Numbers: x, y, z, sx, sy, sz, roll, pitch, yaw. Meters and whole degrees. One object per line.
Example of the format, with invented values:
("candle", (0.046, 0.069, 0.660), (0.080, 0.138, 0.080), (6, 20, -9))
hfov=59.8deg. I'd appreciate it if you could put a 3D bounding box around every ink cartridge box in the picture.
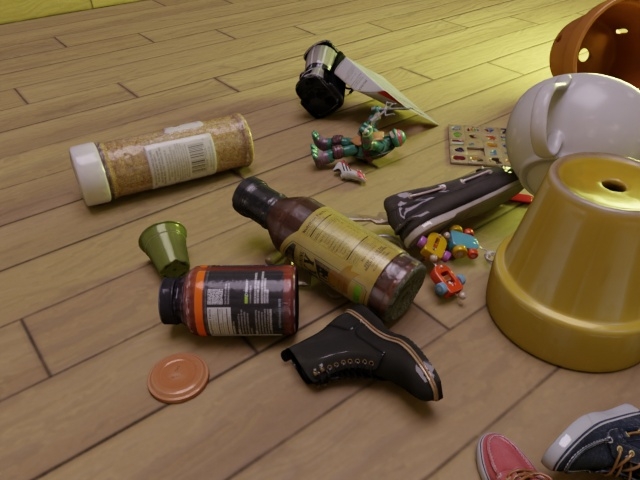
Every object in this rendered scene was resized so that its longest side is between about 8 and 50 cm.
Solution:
("ink cartridge box", (0.167, -0.357, 1.399), (0.189, 0.066, 0.232), (4, 43, -54))

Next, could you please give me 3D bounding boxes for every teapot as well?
("teapot", (0.418, -0.140, 0.924), (0.256, 0.252, 0.187), (24, 70, -2))

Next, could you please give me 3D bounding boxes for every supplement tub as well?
("supplement tub", (-0.131, 0.087, 0.816), (0.197, 0.106, 0.106), (0, 37, 0))

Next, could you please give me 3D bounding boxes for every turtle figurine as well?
("turtle figurine", (0.098, -0.227, 1.228), (0.234, 0.118, 0.175), (-13, 16, 10))

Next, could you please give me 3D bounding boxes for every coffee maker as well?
("coffee maker", (0.025, -0.410, 1.454), (0.171, 0.120, 0.178), (24, 48, -15))

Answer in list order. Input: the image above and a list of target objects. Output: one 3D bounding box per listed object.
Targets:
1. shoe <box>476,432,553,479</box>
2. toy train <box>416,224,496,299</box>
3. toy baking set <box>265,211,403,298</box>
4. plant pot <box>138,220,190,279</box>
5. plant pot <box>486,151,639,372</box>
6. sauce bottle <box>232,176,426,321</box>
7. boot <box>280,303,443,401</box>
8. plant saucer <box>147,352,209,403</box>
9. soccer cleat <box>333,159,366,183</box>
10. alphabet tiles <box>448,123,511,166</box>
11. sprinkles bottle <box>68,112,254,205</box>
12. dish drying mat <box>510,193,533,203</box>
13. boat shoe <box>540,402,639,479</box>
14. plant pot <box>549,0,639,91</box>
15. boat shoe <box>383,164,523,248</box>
("shoe", (0.227, 0.267, 0.594), (0.063, 0.081, 0.178), (-8, 37, -10))
("toy train", (0.222, 0.039, 0.935), (0.166, 0.046, 0.125), (-22, 64, -39))
("toy baking set", (0.033, 0.015, 0.979), (0.196, 0.030, 0.256), (24, 49, 20))
("plant pot", (-0.254, 0.023, 0.934), (0.083, 0.083, 0.079), (-16, 51, -21))
("plant pot", (0.387, 0.015, 0.801), (0.254, 0.239, 0.254), (1, 37, -1))
("sauce bottle", (0.000, 0.000, 0.895), (0.344, 0.111, 0.111), (32, 47, 28))
("boot", (0.051, 0.175, 0.737), (0.137, 0.077, 0.198), (-25, 30, -23))
("plant saucer", (-0.195, 0.185, 0.762), (0.083, 0.013, 0.083), (0, 36, 0))
("soccer cleat", (0.063, -0.140, 1.187), (0.083, 0.029, 0.035), (39, 78, 27))
("alphabet tiles", (0.423, -0.222, 1.309), (0.237, 0.009, 0.198), (6, 37, 7))
("sprinkles bottle", (-0.320, -0.172, 1.151), (0.355, 0.121, 0.121), (-18, 40, -23))
("dish drying mat", (0.388, -0.088, 1.131), (0.083, 0.008, 0.032), (9, 38, 13))
("boat shoe", (0.331, 0.238, 0.619), (0.183, 0.065, 0.083), (-4, 35, -34))
("plant pot", (0.743, -0.482, 1.460), (0.290, 0.291, 0.203), (-6, 20, -7))
("boat shoe", (0.261, -0.090, 1.025), (0.335, 0.112, 0.095), (-23, 72, -29))
